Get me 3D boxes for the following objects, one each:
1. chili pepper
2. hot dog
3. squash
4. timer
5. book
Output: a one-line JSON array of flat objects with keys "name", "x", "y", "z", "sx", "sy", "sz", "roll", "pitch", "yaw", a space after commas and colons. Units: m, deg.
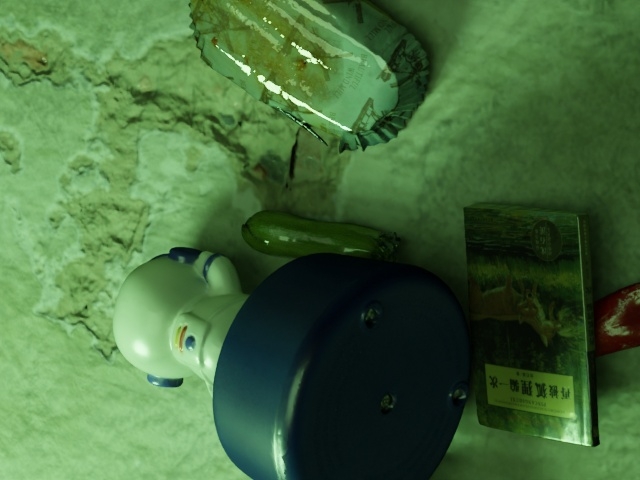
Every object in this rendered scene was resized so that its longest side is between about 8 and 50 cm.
[{"name": "chili pepper", "x": 0.290, "y": 0.078, "z": 1.756, "sx": 0.191, "sy": 0.050, "sz": 0.059, "roll": -25, "pitch": 85, "yaw": 30}, {"name": "hot dog", "x": -0.015, "y": -0.205, "z": 1.861, "sx": 0.270, "sy": 0.082, "sz": 0.162, "roll": 34, "pitch": 122, "yaw": 12}, {"name": "squash", "x": 0.000, "y": 0.000, "z": 1.903, "sx": 0.183, "sy": 0.052, "sz": 0.052, "roll": 7, "pitch": 102, "yaw": 26}, {"name": "timer", "x": -0.066, "y": 0.110, "z": 1.873, "sx": 0.383, "sy": 0.270, "sz": 0.270, "roll": 20, "pitch": 108, "yaw": 41}, {"name": "book", "x": 0.208, "y": 0.081, "z": 1.785, "sx": 0.160, "sy": 0.024, "sz": 0.228, "roll": 7, "pitch": 103, "yaw": 51}]
